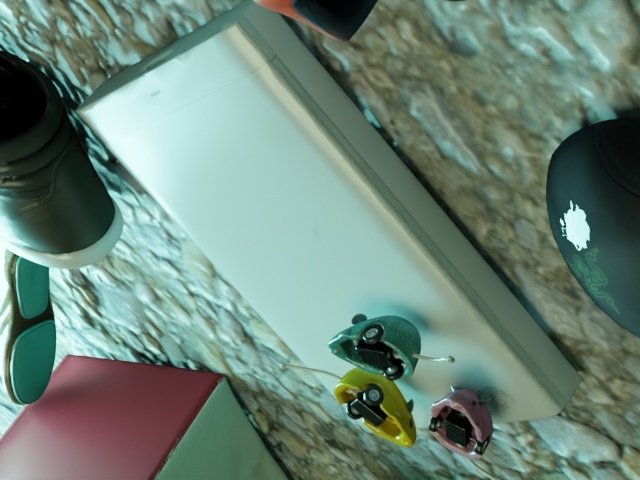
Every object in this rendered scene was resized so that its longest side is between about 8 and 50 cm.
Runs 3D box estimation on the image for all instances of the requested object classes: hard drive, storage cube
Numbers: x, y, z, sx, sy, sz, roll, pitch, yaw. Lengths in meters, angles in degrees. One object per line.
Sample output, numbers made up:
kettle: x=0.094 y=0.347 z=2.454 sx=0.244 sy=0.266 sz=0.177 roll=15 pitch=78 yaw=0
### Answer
hard drive: x=0.000 y=0.000 z=0.877 sx=0.307 sy=0.040 sz=0.203 roll=49 pitch=148 yaw=-17
storage cube: x=-0.162 y=0.233 z=1.194 sx=0.193 sy=0.215 sz=0.184 roll=2 pitch=134 yaw=36

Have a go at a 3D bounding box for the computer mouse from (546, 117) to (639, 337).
computer mouse: x=0.216 y=0.015 z=0.640 sx=0.272 sy=0.072 sz=0.188 roll=14 pitch=143 yaw=34

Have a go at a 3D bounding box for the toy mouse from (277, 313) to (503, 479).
toy mouse: x=0.061 y=0.087 z=0.855 sx=0.161 sy=0.031 sz=0.143 roll=36 pitch=149 yaw=4

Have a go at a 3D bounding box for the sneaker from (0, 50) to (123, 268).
sneaker: x=-0.284 y=-0.086 z=1.005 sx=0.295 sy=0.105 sz=0.147 roll=17 pitch=142 yaw=21

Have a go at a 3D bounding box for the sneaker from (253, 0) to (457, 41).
sneaker: x=0.051 y=-0.178 z=0.518 sx=0.148 sy=0.131 sz=0.350 roll=38 pitch=156 yaw=-14

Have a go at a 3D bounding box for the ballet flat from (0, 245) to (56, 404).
ballet flat: x=-0.257 y=0.061 z=1.186 sx=0.052 sy=0.057 sz=0.168 roll=29 pitch=123 yaw=35
